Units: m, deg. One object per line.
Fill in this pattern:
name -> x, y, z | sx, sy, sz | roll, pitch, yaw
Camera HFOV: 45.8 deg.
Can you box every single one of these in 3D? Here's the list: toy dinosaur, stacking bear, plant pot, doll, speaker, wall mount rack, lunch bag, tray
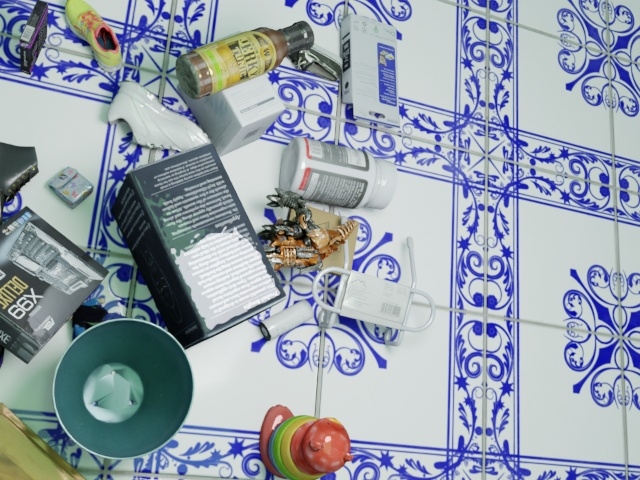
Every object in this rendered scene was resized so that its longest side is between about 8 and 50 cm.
toy dinosaur -> -0.048, 0.001, 1.889 | 0.322, 0.164, 0.218 | 4, 36, -50
stacking bear -> -0.023, 0.473, 1.746 | 0.175, 0.289, 0.164 | 30, 66, -13
plant pot -> -0.440, 0.328, 1.660 | 0.290, 0.195, 0.290 | 6, 74, -21
doll -> -0.513, 0.195, 1.747 | 0.189, 0.046, 0.129 | 24, 58, -15
speaker -> -0.085, 0.202, 1.925 | 0.136, 0.055, 0.055 | -26, 87, -26
wall mount rack -> 0.135, 0.106, 1.990 | 0.350, 0.130, 0.304 | 17, 83, -18
lunch bag -> -0.593, -0.129, 1.799 | 0.083, 0.053, 0.071 | 42, 63, 2
tray -> -0.599, 0.557, 1.600 | 0.411, 0.076, 0.203 | 45, 64, -6

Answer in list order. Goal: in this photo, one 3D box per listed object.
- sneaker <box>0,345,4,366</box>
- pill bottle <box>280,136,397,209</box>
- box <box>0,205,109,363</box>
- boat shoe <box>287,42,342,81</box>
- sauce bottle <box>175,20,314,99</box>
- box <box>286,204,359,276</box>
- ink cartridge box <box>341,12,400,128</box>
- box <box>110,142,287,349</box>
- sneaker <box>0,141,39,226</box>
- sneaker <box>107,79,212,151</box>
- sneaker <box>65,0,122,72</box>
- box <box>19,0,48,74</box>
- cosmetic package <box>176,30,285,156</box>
sneaker -> -0.713, 0.152, 1.619 | 0.102, 0.146, 0.293 | -1, 77, -23
pill bottle -> 0.049, -0.172, 2.023 | 0.283, 0.161, 0.161 | 11, 72, -20
box -> -0.629, 0.087, 1.623 | 0.242, 0.076, 0.307 | 40, 28, -8
boat shoe -> -0.039, -0.513, 2.124 | 0.219, 0.078, 0.070 | 19, 68, -19
sauce bottle -> -0.168, -0.436, 1.778 | 0.344, 0.111, 0.111 | -30, 89, -27
box -> 0.000, 0.000, 2.034 | 0.201, 0.021, 0.164 | 17, 70, -19
ink cartridge box -> 0.144, -0.479, 2.191 | 0.165, 0.065, 0.332 | 9, 71, -29
box -> -0.291, 0.025, 1.751 | 0.212, 0.293, 0.395 | -24, 87, -26
sneaker -> -0.705, -0.123, 1.732 | 0.118, 0.083, 0.222 | 0, 75, -24
sneaker -> -0.398, -0.274, 1.908 | 0.297, 0.111, 0.129 | 33, 82, -8
sneaker -> -0.560, -0.529, 1.897 | 0.081, 0.094, 0.208 | -38, 91, -25
box -> -0.679, -0.478, 1.795 | 0.029, 0.162, 0.116 | 20, 69, -13
cosmetic package -> -0.233, -0.364, 1.919 | 0.138, 0.224, 0.224 | -29, 88, -27
